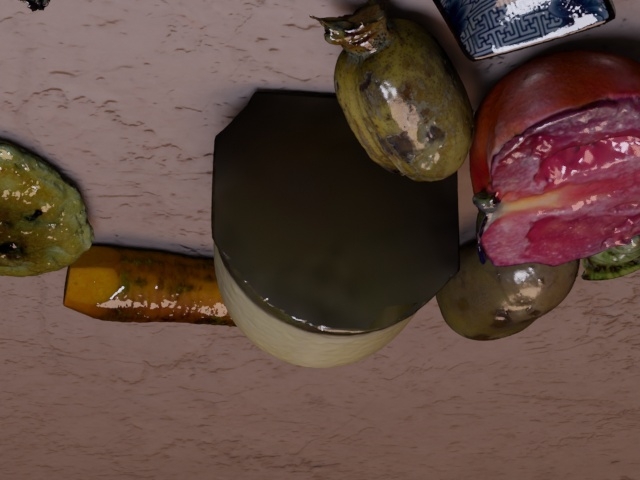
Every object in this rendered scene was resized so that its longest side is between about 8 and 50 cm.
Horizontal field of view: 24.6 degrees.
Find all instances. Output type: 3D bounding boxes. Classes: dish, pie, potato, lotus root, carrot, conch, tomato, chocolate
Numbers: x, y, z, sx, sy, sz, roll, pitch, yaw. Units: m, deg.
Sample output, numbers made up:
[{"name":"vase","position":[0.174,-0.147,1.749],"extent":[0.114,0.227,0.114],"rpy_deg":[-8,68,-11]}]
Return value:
[{"name":"dish","position":[0.207,-0.311,1.615],"extent":[0.182,0.080,0.243],"rpy_deg":[-14,149,20]},{"name":"pie","position":[-0.477,-0.037,2.044],"extent":[0.323,0.070,0.323],"rpy_deg":[0,149,0]},{"name":"potato","position":[0.270,0.059,2.161],"extent":[0.165,0.165,0.262],"rpy_deg":[12,151,-22]},{"name":"lotus root","position":[0.091,-0.188,1.745],"extent":[0.154,0.154,0.278],"rpy_deg":[-19,124,26]},{"name":"carrot","position":[-0.230,0.073,2.194],"extent":[0.301,0.114,0.114],"rpy_deg":[5,148,-14]},{"name":"conch","position":[0.415,-0.015,2.039],"extent":[0.124,0.181,0.187],"rpy_deg":[19,112,24]},{"name":"tomato","position":[0.321,-0.118,1.848],"extent":[0.289,0.176,0.335],"rpy_deg":[-7,143,-4]},{"name":"chocolate","position":[0.000,0.000,1.943],"extent":[0.314,0.326,0.297],"rpy_deg":[1,165,-10]}]

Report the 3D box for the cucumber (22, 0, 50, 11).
[{"name":"cucumber","position":[-0.286,-0.363,1.512],"extent":[0.072,0.081,0.303],"rpy_deg":[-35,163,-37]}]
